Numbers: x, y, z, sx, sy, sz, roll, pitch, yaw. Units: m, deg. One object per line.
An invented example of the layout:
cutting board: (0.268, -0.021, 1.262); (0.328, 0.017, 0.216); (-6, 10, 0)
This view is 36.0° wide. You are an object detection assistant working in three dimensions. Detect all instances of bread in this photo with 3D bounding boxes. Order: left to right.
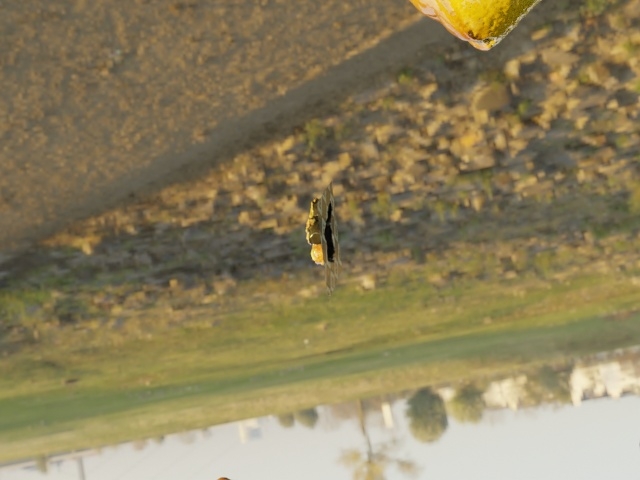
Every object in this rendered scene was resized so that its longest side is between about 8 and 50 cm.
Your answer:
bread: (0.083, -0.253, 0.804); (0.094, 0.245, 0.102); (-42, 151, 14)

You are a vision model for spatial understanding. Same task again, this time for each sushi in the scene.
sushi: (0.000, 0.000, 1.238); (0.026, 0.126, 0.120); (-4, -164, 11)

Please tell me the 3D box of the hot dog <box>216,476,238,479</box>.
hot dog: (-0.117, 0.331, 1.242); (0.062, 0.038, 0.144); (-33, -173, -23)
